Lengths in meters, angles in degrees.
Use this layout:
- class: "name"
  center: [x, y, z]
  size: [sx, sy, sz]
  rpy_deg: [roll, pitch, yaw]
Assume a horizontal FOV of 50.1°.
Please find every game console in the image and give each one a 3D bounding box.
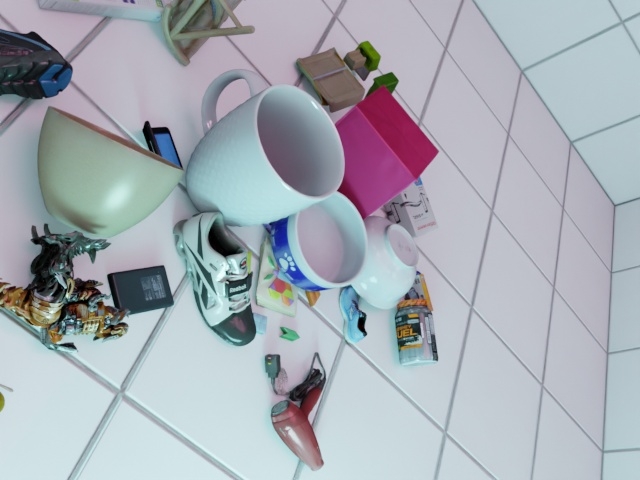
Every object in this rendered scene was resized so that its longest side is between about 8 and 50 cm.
- class: "game console"
  center: [-0.363, -0.217, 1.601]
  size: [0.071, 0.107, 0.122]
  rpy_deg: [-20, 88, -21]

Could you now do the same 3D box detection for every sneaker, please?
- class: "sneaker"
  center: [-0.663, -0.336, 1.315]
  size: [0.340, 0.125, 0.140]
  rpy_deg: [-15, 58, -46]
- class: "sneaker"
  center: [0.103, 0.204, 1.922]
  size: [0.063, 0.073, 0.162]
  rpy_deg: [9, 64, -45]
- class: "sneaker"
  center: [-0.216, 0.089, 1.575]
  size: [0.122, 0.146, 0.331]
  rpy_deg: [-33, 101, -50]

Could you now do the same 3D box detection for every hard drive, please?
- class: "hard drive"
  center: [-0.385, 0.107, 1.473]
  size: [0.135, 0.022, 0.094]
  rpy_deg: [-8, 80, -49]

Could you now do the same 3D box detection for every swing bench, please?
- class: "swing bench"
  center: [-0.256, -0.606, 1.729]
  size: [0.165, 0.254, 0.253]
  rpy_deg: [54, 42, -30]

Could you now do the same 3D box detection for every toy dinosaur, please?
- class: "toy dinosaur"
  center: [-0.494, 0.092, 1.279]
  size: [0.322, 0.164, 0.218]
  rpy_deg: [37, 63, -59]

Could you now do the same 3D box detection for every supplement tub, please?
- class: "supplement tub"
  center: [0.285, 0.278, 2.057]
  size: [0.117, 0.117, 0.190]
  rpy_deg: [13, 64, -44]

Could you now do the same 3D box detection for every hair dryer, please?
- class: "hair dryer"
  center: [-0.032, 0.414, 1.683]
  size: [0.223, 0.080, 0.294]
  rpy_deg: [13, 65, -45]

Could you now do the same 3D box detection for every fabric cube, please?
- class: "fabric cube"
  center: [0.139, -0.244, 1.961]
  size: [0.258, 0.254, 0.259]
  rpy_deg: [49, 35, -4]

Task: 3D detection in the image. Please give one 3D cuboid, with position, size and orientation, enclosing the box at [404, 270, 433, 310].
- class: "box"
  center: [0.298, 0.165, 2.145]
  size: [0.028, 0.081, 0.136]
  rpy_deg: [-9, 80, -48]

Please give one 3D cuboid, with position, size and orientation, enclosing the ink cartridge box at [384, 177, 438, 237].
- class: "ink cartridge box"
  center: [0.289, -0.109, 2.247]
  size: [0.148, 0.086, 0.203]
  rpy_deg: [-19, 88, -49]

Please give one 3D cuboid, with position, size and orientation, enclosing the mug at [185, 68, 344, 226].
- class: "mug"
  center: [-0.169, -0.218, 1.612]
  size: [0.276, 0.328, 0.374]
  rpy_deg: [-14, 84, -49]

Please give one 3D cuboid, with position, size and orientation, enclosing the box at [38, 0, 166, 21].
- class: "box"
  center: [-0.531, -0.644, 1.609]
  size: [0.322, 0.058, 0.232]
  rpy_deg: [-12, 83, -50]

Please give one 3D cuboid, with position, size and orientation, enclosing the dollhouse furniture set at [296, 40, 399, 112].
- class: "dollhouse furniture set"
  center: [0.066, -0.493, 2.186]
  size: [0.301, 0.151, 0.198]
  rpy_deg: [-26, 72, -32]

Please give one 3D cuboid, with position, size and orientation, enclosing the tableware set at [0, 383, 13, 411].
- class: "tableware set"
  center: [-0.605, 0.295, 1.160]
  size: [0.104, 0.024, 0.154]
  rpy_deg: [40, 50, -25]

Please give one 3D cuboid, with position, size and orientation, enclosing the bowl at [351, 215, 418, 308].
- class: "bowl"
  center: [0.193, 0.042, 2.010]
  size: [0.298, 0.134, 0.298]
  rpy_deg: [30, 45, -35]

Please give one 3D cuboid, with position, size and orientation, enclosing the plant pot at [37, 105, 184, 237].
- class: "plant pot"
  center: [-0.439, -0.116, 1.358]
  size: [0.284, 0.284, 0.191]
  rpy_deg: [24, 93, -39]

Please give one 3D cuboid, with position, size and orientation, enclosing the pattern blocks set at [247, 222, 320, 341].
- class: "pattern blocks set"
  center: [-0.104, 0.096, 1.780]
  size: [0.285, 0.026, 0.325]
  rpy_deg: [14, 64, -43]

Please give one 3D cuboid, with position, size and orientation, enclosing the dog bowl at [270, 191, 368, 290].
- class: "dog bowl"
  center: [0.000, 0.000, 1.815]
  size: [0.265, 0.104, 0.265]
  rpy_deg: [14, 69, -40]
